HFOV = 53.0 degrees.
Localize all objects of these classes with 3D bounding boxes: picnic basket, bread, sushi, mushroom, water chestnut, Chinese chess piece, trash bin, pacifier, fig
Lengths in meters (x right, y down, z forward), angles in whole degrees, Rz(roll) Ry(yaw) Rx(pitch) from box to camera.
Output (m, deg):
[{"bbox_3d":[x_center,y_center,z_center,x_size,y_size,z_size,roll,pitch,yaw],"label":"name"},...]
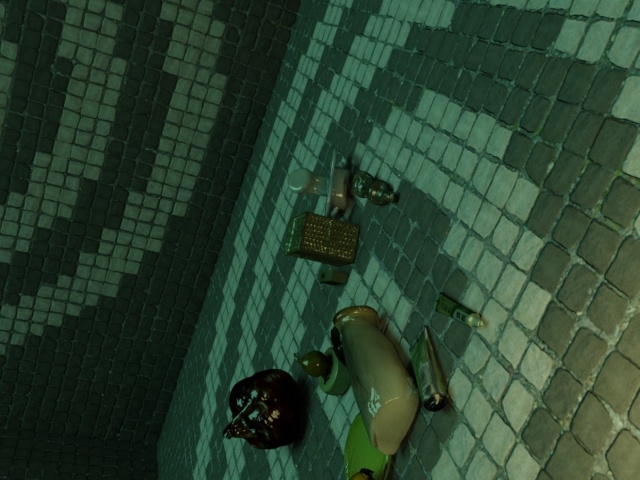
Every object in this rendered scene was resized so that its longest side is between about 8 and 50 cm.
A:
[{"bbox_3d":[0.000,0.000,2.063,0.154,0.197,0.134,165,116,-67],"label":"picnic basket"},{"bbox_3d":[0.123,0.543,1.643,0.228,0.034,0.228,-44,39,52],"label":"bread"},{"bbox_3d":[0.081,0.285,1.833,0.078,0.091,0.150,-55,27,35],"label":"sushi"},{"bbox_3d":[0.137,0.321,1.616,0.407,0.138,0.154,-109,28,-47],"label":"mushroom"},{"bbox_3d":[-0.193,0.563,2.136,0.289,0.245,0.288,-51,30,45],"label":"water chestnut"},{"bbox_3d":[0.043,0.387,1.905,0.144,0.059,0.144,-165,90,-69],"label":"Chinese chess piece"},{"bbox_3d":[0.043,0.119,2.072,0.092,0.061,0.042,-11,67,64],"label":"trash bin"},{"bbox_3d":[-0.010,-0.182,2.198,0.227,0.208,0.278,112,166,-72],"label":"pacifier"},{"bbox_3d":[-0.027,0.360,1.882,0.082,0.098,0.084,-59,37,37],"label":"fig"}]

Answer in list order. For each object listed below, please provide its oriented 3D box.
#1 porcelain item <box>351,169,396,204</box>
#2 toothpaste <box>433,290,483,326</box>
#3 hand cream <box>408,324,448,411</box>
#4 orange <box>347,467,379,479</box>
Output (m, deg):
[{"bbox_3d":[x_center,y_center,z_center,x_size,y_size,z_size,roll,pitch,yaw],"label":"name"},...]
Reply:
[{"bbox_3d":[0.167,-0.146,1.928,0.081,0.069,0.216,-67,27,10],"label":"porcelain item"},{"bbox_3d":[0.304,0.158,1.428,0.204,0.032,0.049,-152,77,-71],"label":"toothpaste"},{"bbox_3d":[0.246,0.299,1.475,0.235,0.055,0.086,-96,30,-58],"label":"hand cream"},{"bbox_3d":[0.098,0.630,1.516,0.160,0.112,0.169,-17,80,48],"label":"orange"}]
